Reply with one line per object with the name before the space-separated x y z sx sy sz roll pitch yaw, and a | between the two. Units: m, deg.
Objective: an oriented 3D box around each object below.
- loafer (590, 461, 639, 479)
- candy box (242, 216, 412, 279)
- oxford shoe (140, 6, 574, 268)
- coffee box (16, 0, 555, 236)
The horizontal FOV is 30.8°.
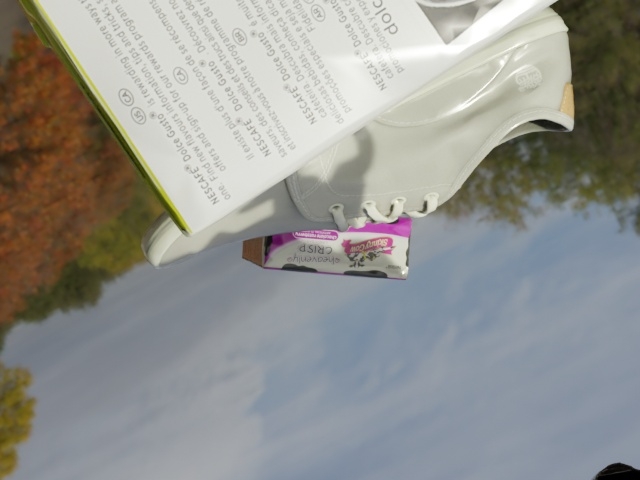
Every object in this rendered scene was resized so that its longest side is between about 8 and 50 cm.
loafer | 0.251 0.218 0.948 0.080 0.078 0.220 -4 178 -12
candy box | 0.000 0.000 1.324 0.159 0.071 0.233 5 -178 -9
oxford shoe | 0.041 -0.067 1.084 0.450 0.130 0.169 -26 -179 4
coffee box | -0.060 -0.250 0.755 0.334 0.338 0.337 -34 -165 -5
